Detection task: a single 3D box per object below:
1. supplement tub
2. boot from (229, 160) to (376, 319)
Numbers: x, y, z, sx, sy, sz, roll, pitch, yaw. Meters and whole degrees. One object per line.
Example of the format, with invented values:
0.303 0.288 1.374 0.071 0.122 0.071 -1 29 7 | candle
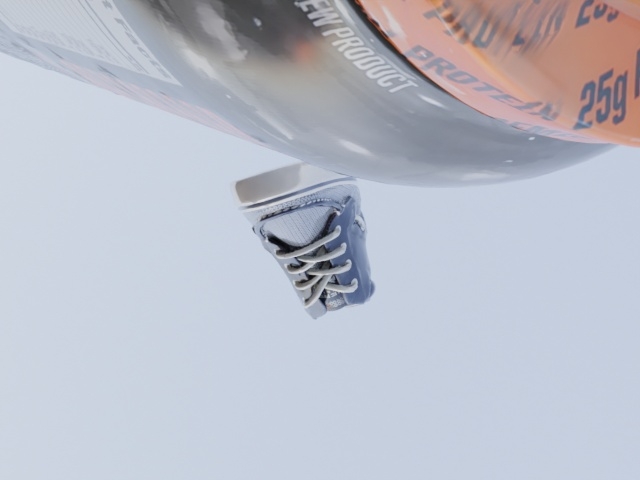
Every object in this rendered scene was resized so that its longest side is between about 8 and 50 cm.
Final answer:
-0.009 -0.131 0.458 0.338 0.207 0.207 23 -86 56 | supplement tub
0.000 0.000 1.008 0.069 0.190 0.086 -16 -93 11 | boot
